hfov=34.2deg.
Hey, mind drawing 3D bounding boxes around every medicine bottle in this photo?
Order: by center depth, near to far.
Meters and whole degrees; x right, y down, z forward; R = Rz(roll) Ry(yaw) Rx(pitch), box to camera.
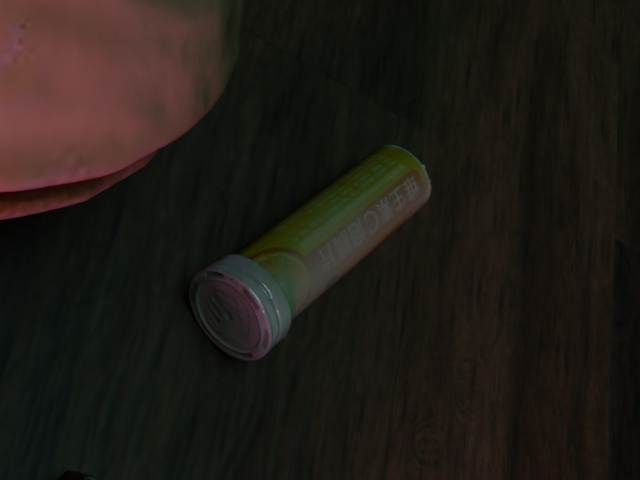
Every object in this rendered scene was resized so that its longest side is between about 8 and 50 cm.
[{"bbox_3d":[0.000,0.000,0.771,0.218,0.074,0.074,-40,98,-42],"label":"medicine bottle"}]

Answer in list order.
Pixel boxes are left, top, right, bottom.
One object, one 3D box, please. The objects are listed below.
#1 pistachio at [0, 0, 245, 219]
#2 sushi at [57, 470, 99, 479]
[{"bbox_3d":[-0.229,-0.171,0.549,0.445,0.281,0.365,-21,76,-54],"label":"pistachio"},{"bbox_3d":[-0.149,0.182,0.613,0.046,0.044,0.083,52,49,-38],"label":"sushi"}]
